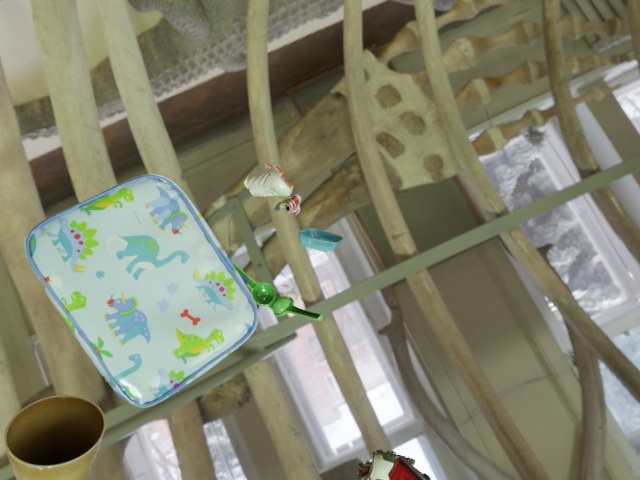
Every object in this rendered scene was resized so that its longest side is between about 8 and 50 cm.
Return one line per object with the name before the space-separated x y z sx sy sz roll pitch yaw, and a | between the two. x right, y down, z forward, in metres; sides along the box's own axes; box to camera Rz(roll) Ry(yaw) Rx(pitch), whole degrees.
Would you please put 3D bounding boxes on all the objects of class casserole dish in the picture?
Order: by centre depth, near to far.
casserole dish | 0.000 0.000 1.322 0.114 0.036 0.188 15 -171 10

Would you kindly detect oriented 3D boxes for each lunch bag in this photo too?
lunch bag | -0.182 0.050 0.509 0.176 0.219 0.090 -35 -176 -28

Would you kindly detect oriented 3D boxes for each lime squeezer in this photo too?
lime squeezer | -0.110 0.127 1.111 0.059 0.310 0.109 -38 146 -38

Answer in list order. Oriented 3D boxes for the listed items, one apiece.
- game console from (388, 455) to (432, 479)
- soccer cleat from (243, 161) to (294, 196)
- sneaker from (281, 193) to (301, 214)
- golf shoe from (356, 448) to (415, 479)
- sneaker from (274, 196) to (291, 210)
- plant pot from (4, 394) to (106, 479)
game console | 0.328 0.591 0.908 0.060 0.342 0.387 -55 -157 -8
soccer cleat | -0.111 -0.117 0.987 0.076 0.068 0.196 -41 -155 -5
sneaker | -0.103 -0.111 1.626 0.067 0.042 0.118 -43 166 -24
golf shoe | 0.162 0.607 1.178 0.105 0.120 0.272 17 140 -1
sneaker | -0.135 -0.135 1.748 0.083 0.031 0.035 -36 -144 -18
plant pot | -0.741 0.609 1.309 0.237 0.237 0.254 -14 130 -50
